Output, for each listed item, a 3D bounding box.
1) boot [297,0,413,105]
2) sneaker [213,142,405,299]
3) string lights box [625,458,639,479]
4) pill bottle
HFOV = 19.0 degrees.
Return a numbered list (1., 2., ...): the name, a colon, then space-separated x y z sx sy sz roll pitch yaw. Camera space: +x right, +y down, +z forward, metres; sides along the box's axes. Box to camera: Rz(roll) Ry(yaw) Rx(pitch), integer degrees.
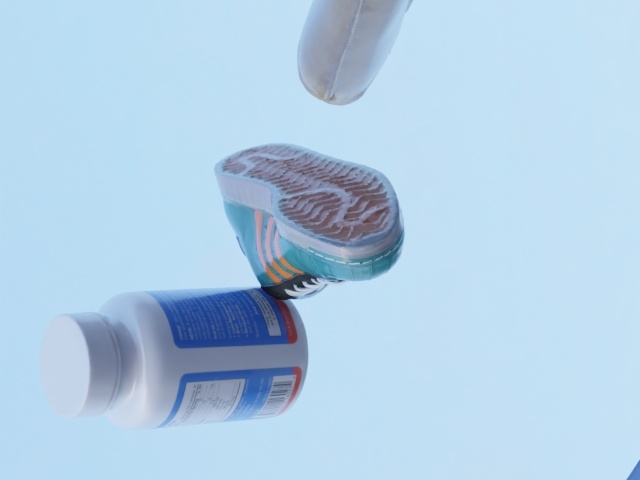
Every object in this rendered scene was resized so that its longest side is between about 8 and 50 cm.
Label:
1. boot: 0.055 -0.241 1.275 0.089 0.269 0.236 27 -108 3
2. sneaker: 0.000 0.000 1.686 0.108 0.302 0.121 -21 -69 -16
3. string lights box: 0.254 0.166 1.234 0.133 0.259 0.077 -27 -117 -30
4. pill bottle: -0.132 0.105 1.708 0.221 0.124 0.124 0 -98 -36
